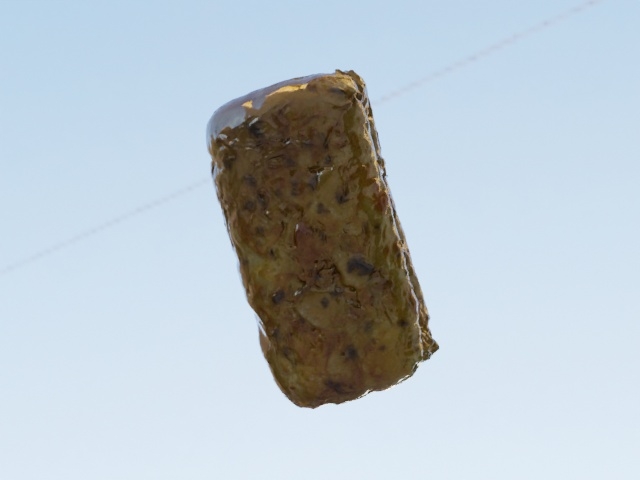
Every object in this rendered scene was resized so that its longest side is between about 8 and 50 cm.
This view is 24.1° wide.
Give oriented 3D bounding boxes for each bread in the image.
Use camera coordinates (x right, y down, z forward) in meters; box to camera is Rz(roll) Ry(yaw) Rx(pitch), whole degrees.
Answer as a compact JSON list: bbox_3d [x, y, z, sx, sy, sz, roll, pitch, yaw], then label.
[{"bbox_3d":[0.000,0.000,0.966,0.114,0.083,0.211,-16,-82,12],"label":"bread"}]
